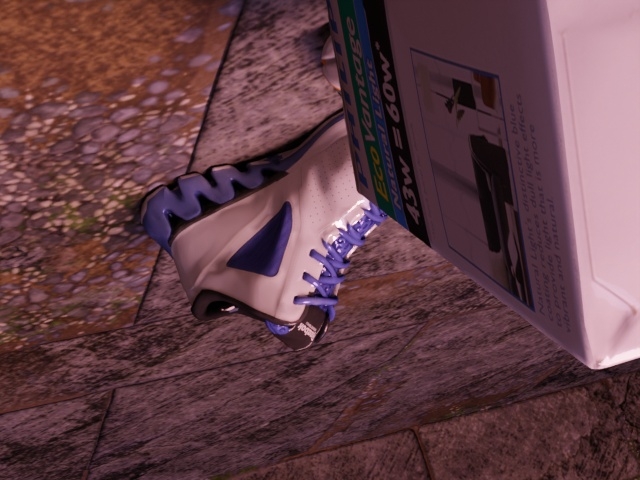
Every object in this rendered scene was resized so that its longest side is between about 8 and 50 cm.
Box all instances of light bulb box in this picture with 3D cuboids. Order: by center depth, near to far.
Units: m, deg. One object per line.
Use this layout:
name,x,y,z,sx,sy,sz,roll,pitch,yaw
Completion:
light bulb box,0.215,-0.129,0.676,0.358,0.225,0.361,-14,-161,-12

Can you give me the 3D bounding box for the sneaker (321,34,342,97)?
sneaker,0.108,-0.157,0.962,0.215,0.084,0.083,-10,163,3

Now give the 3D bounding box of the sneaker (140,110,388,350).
sneaker,-0.001,0.000,1.112,0.315,0.182,0.127,-22,161,9
